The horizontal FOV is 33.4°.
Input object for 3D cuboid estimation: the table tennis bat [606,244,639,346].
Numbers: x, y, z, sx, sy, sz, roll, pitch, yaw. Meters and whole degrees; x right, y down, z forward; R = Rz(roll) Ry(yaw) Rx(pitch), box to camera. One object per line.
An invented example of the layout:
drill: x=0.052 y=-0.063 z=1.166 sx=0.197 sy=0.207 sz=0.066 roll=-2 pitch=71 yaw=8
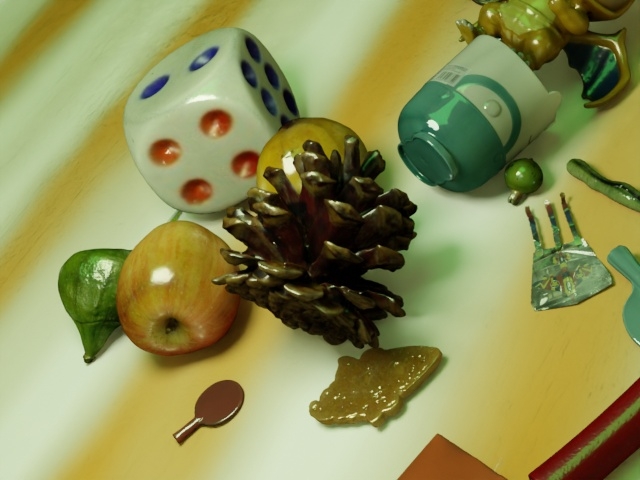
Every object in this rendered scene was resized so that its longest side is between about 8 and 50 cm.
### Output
table tennis bat: x=0.533 y=0.090 z=1.690 sx=0.149 sy=0.038 sz=0.237 roll=-35 pitch=45 yaw=2

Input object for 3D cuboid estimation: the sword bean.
sword bean: x=0.527 y=-0.086 z=1.857 sx=0.043 sy=0.038 sz=0.269 roll=-46 pitch=41 yaw=-6

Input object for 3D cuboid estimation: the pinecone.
pinecone: x=0.012 y=-0.013 z=1.859 sx=0.384 sy=0.384 sz=0.384 roll=-18 pitch=44 yaw=18

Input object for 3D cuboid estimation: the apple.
apple: x=-0.275 y=0.092 z=2.072 sx=0.242 sy=0.242 sz=0.241 roll=-18 pitch=38 yaw=17

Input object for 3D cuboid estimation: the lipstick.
lipstick: x=0.410 y=0.295 z=1.539 sx=0.241 sy=0.080 sz=0.080 roll=-40 pitch=41 yaw=-5

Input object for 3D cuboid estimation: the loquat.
loquat: x=-0.015 y=-0.129 z=2.103 sx=0.235 sy=0.235 sz=0.235 roll=-18 pitch=44 yaw=18

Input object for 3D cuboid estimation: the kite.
kite: x=0.414 y=0.017 z=1.848 sx=0.141 sy=0.015 sz=0.245 roll=-19 pitch=47 yaw=15

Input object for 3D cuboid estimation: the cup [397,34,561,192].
cup: x=0.277 y=-0.226 z=2.024 sx=0.257 sy=0.219 sz=0.289 roll=-42 pitch=6 yaw=-12

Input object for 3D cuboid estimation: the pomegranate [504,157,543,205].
pomegranate: x=0.375 y=-0.109 z=1.961 sx=0.073 sy=0.073 sz=0.085 roll=-10 pitch=86 yaw=25

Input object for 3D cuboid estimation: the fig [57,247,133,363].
fig: x=-0.441 y=0.135 z=2.197 sx=0.203 sy=0.203 sz=0.235 roll=-5 pitch=80 yaw=29

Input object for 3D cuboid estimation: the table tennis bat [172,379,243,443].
table tennis bat: x=-0.208 y=0.316 z=1.962 sx=0.154 sy=0.019 sz=0.098 roll=-40 pitch=42 yaw=-11

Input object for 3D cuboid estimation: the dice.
dice: x=-0.231 y=-0.259 z=2.303 sx=0.304 sy=0.277 sz=0.304 roll=-25 pitch=30 yaw=19

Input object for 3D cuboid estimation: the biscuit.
biscuit: x=0.095 y=0.245 z=1.822 sx=0.250 sy=0.035 sz=0.162 roll=-27 pitch=47 yaw=9

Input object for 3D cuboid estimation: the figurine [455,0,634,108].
figurine: x=0.462 y=-0.479 z=2.105 sx=0.387 sy=0.268 sz=0.401 roll=-44 pitch=37 yaw=-8

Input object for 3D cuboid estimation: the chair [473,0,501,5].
chair: x=0.379 y=-0.611 z=2.384 sx=0.325 sy=0.170 sz=0.159 roll=-8 pitch=15 yaw=-43

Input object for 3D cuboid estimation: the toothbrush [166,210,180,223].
toothbrush: x=-0.333 y=-0.024 z=2.363 sx=0.026 sy=0.022 sz=0.263 roll=0 pitch=49 yaw=14

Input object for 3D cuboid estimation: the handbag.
handbag: x=0.206 y=0.387 z=1.599 sx=0.127 sy=0.063 sz=0.190 roll=-46 pitch=39 yaw=-14
